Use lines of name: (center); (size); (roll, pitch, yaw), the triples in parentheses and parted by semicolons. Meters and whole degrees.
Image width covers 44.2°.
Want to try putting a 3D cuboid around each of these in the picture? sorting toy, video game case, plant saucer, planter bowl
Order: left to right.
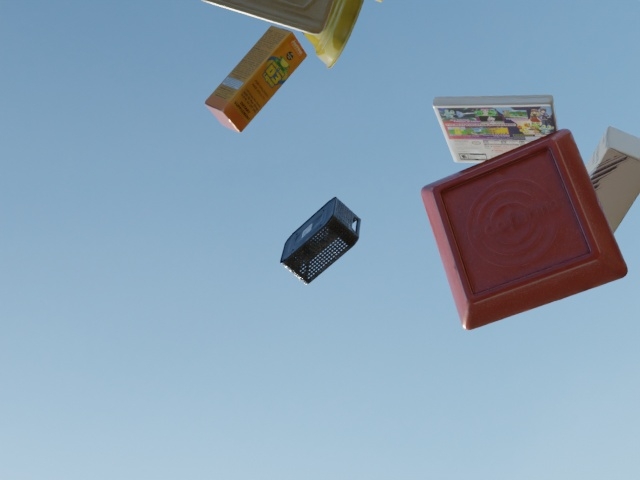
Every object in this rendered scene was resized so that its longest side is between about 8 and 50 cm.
sorting toy: (-0.015, -0.437, 1.237); (0.041, 0.307, 0.229); (40, -110, -80)
planter bowl: (0.014, -0.451, 1.524); (0.090, 0.217, 0.217); (18, -77, -14)
video game case: (0.315, -0.193, 1.382); (0.183, 0.201, 0.023); (53, -133, -55)
plant saucer: (0.297, -0.025, 1.209); (0.258, 0.259, 0.047); (-22, -25, 18)

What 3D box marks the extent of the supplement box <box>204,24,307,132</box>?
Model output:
supplement box: (-0.135, -0.344, 1.672); (0.233, 0.080, 0.078); (-53, -45, -11)

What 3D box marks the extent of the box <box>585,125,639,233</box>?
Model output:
box: (0.519, -0.066, 1.484); (0.113, 0.094, 0.275); (-58, -10, -56)

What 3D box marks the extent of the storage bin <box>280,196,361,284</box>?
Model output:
storage bin: (0.000, 0.000, 1.813); (0.084, 0.122, 0.180); (42, -64, -17)
